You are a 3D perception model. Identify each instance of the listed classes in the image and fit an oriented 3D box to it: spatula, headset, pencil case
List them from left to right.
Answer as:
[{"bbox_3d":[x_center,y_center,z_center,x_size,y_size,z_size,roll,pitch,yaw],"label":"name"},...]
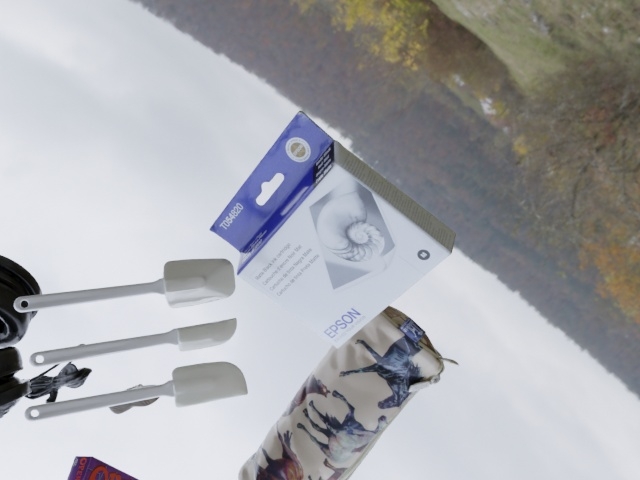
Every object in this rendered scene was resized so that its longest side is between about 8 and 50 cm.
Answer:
[{"bbox_3d":[-0.482,0.150,0.884,0.394,0.185,0.243,40,-142,-54],"label":"headset"},{"bbox_3d":[-0.210,0.112,0.726,0.242,0.168,0.019,-6,-178,-16],"label":"spatula"},{"bbox_3d":[0.038,0.301,1.081,0.183,0.410,0.160,35,176,41],"label":"pencil case"}]

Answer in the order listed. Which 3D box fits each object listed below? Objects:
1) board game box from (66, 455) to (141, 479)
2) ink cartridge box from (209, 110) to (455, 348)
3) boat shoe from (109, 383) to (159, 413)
[{"bbox_3d":[-0.379,0.575,1.242,0.347,0.056,0.208,54,-147,-46],"label":"board game box"},{"bbox_3d":[0.000,0.000,0.747,0.224,0.223,0.045,37,-142,-7],"label":"ink cartridge box"},{"bbox_3d":[-0.401,0.336,1.401,0.050,0.135,0.045,63,-160,-21],"label":"boat shoe"}]
